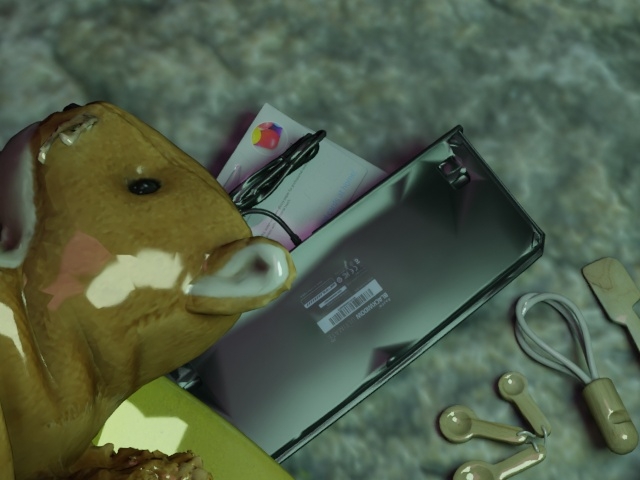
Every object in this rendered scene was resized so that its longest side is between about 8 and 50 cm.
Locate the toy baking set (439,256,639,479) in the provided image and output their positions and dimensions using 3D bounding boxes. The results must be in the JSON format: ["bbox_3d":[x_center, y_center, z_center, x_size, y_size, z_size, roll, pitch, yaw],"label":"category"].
[{"bbox_3d":[0.205,0.133,1.362,0.197,0.030,0.256,31,70,18],"label":"toy baking set"}]

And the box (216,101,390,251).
[{"bbox_3d":[0.000,0.000,1.401,0.186,0.038,0.145,30,72,4],"label":"box"}]

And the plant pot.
[{"bbox_3d":[-0.117,0.224,1.237,0.187,0.212,0.212,26,68,-12],"label":"plant pot"}]

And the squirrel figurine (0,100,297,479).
[{"bbox_3d":[-0.181,0.116,1.028,0.370,0.281,0.397,-27,89,-28],"label":"squirrel figurine"}]

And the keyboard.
[{"bbox_3d":[-0.004,0.021,1.358,0.317,0.033,0.201,-37,85,-15],"label":"keyboard"}]
